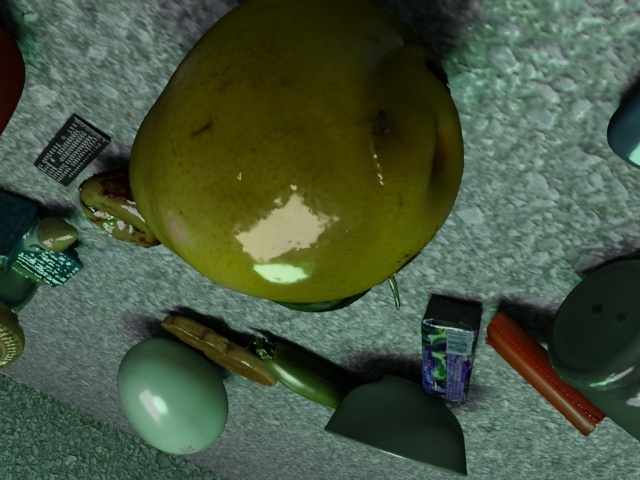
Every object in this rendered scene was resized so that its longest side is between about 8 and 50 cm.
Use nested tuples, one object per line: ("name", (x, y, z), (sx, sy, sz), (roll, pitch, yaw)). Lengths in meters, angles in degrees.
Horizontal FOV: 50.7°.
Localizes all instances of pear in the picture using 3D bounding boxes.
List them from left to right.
("pear", (-0.042, -0.081, 0.617), (0.336, 0.285, 0.285), (-6, 145, 13))

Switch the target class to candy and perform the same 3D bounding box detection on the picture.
("candy", (0.219, 0.194, 1.157), (0.088, 0.061, 0.312), (11, 149, 15))

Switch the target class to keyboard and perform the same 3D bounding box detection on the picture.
("keyboard", (-0.372, -0.128, 1.003), (0.063, 0.010, 0.198), (36, 146, -24))

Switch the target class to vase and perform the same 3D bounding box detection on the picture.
("vase", (0.444, 0.175, 0.839), (0.291, 0.245, 0.245), (34, 147, -17))

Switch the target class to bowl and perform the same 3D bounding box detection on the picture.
("bowl", (0.164, 0.355, 1.347), (0.289, 0.146, 0.289), (17, 165, 5))

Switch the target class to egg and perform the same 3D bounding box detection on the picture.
("egg", (-0.349, 0.368, 1.598), (0.230, 0.230, 0.371), (4, 143, 23))

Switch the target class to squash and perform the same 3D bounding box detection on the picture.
("squash", (-0.021, 0.290, 1.433), (0.331, 0.087, 0.087), (34, 147, -21))

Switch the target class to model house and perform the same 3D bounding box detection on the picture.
("model house", (-0.561, 0.031, 1.204), (0.325, 0.194, 0.267), (-6, 142, 31))

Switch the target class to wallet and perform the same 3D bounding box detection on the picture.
("wallet", (0.336, 0.200, 1.013), (0.204, 0.045, 0.142), (45, 174, 26))

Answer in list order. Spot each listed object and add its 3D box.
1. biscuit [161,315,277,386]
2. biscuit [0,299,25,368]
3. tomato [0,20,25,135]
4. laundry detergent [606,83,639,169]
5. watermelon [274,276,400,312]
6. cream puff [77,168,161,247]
("biscuit", (-0.214, 0.240, 1.480), (0.288, 0.044, 0.202), (37, 158, -19))
("biscuit", (-0.650, 0.148, 1.181), (0.259, 0.079, 0.259), (1, 144, 0))
("tomato", (-0.425, -0.206, 0.778), (0.233, 0.139, 0.200), (47, 149, 20))
("laundry detergent", (0.327, -0.134, 0.553), (0.096, 0.061, 0.206), (25, 150, 5))
("watermelon", (0.000, 0.000, 0.821), (0.214, 0.188, 0.188), (28, 161, 40))
("cream puff", (-0.282, -0.055, 1.001), (0.149, 0.084, 0.149), (16, 148, 10))
